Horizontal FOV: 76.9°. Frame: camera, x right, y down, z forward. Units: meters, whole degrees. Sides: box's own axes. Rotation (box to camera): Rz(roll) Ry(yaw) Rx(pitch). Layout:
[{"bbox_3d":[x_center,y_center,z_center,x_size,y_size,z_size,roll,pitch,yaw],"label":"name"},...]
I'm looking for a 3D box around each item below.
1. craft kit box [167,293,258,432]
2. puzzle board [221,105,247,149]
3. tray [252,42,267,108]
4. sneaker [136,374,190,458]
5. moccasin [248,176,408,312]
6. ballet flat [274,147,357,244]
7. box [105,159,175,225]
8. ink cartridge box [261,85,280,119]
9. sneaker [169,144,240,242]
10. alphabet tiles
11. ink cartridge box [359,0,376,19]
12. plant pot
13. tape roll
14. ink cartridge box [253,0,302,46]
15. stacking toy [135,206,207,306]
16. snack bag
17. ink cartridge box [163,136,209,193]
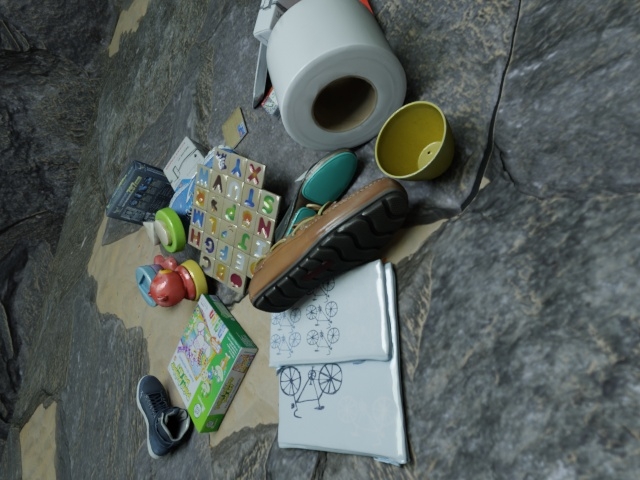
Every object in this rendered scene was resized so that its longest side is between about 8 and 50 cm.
[{"bbox_3d":[-0.288,0.306,1.040,0.250,0.061,0.246,35,104,45],"label":"craft kit box"},{"bbox_3d":[-0.269,-0.346,1.262,0.096,0.011,0.128,-40,53,27],"label":"puzzle board"},{"bbox_3d":[-0.161,-0.521,1.144,0.145,0.030,0.270,-155,74,-77],"label":"tray"},{"bbox_3d":[-0.425,0.450,1.092,0.163,0.086,0.226,-48,58,37],"label":"sneaker"},{"bbox_3d":[0.002,0.001,0.780,0.380,0.139,0.146,-42,43,34],"label":"moccasin"},{"bbox_3d":[-0.026,-0.092,0.886,0.280,0.095,0.096,-55,34,16],"label":"ballet flat"},{"bbox_3d":[-0.613,-0.154,1.415,0.232,0.183,0.059,-46,50,25],"label":"box"},{"bbox_3d":[-0.134,-0.394,1.131,0.062,0.029,0.115,-53,48,19],"label":"ink cartridge box"},{"bbox_3d":[-0.342,-0.116,1.151,0.330,0.130,0.147,-53,25,19],"label":"sneaker"},{"bbox_3d":[-0.229,-0.045,1.018,0.285,0.011,0.342,24,112,28],"label":"alphabet tiles"},{"bbox_3d":[0.002,-0.524,0.988,0.239,0.060,0.275,-34,56,34],"label":"ink cartridge box"},{"bbox_3d":[0.177,-0.157,0.699,0.134,0.095,0.134,-17,65,41],"label":"plant pot"},{"bbox_3d":[0.026,-0.320,0.796,0.246,0.246,0.169,-36,53,31],"label":"tape roll"},{"bbox_3d":[-0.083,-0.530,0.952,0.063,0.109,0.150,11,86,42],"label":"ink cartridge box"},{"bbox_3d":[-0.476,0.064,1.160,0.309,0.130,0.279,-11,98,49],"label":"stacking toy"},{"bbox_3d":[0.012,0.232,0.779,0.323,0.037,0.342,-18,65,39],"label":"snack bag"},{"bbox_3d":[-0.410,-0.222,1.297,0.148,0.086,0.203,-52,47,9],"label":"ink cartridge box"}]
